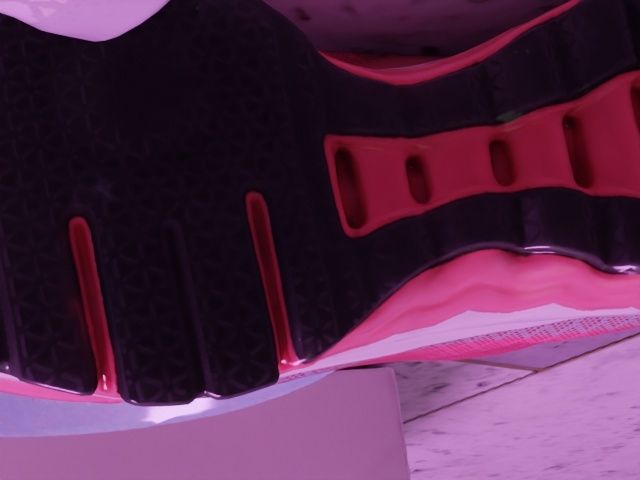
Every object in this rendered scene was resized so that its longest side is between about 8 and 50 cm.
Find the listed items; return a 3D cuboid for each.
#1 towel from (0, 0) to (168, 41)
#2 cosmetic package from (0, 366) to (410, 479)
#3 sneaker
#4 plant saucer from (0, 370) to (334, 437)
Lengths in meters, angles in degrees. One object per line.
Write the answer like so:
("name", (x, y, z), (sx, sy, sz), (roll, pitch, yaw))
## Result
("towel", (-0.062, -0.131, 0.205), (0.317, 0.053, 0.332), (10, 153, -42))
("cosmetic package", (-0.122, 0.142, 0.870), (0.310, 0.113, 0.160), (-3, 161, -15))
("sneaker", (0.000, 0.001, 0.512), (0.314, 0.116, 0.136), (-2, 163, -15))
("plant saucer", (-0.083, 0.032, 0.685), (0.195, 0.037, 0.195), (-7, 160, -3))
